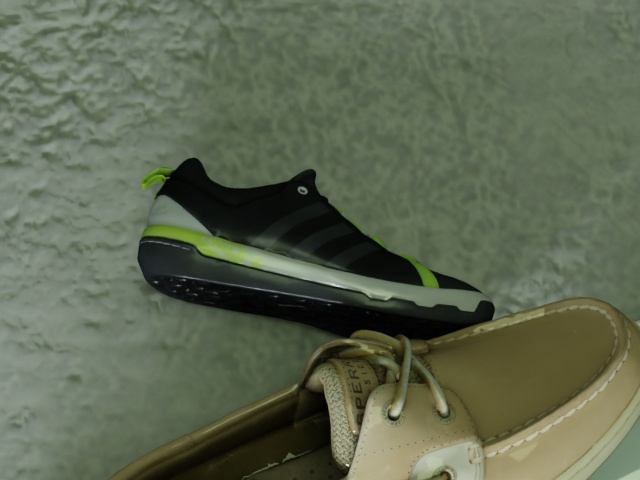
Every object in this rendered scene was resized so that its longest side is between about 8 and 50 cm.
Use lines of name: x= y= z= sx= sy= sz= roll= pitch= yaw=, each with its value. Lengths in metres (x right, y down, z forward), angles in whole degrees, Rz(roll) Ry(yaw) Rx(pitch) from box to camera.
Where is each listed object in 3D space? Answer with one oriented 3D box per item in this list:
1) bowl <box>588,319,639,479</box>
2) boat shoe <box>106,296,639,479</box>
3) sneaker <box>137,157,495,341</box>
bowl: x=0.234 y=0.189 z=0.774 sx=0.298 sy=0.134 sz=0.298 roll=-19 pitch=41 yaw=18
boat shoe: x=0.036 y=0.115 z=0.776 sx=0.341 sy=0.110 sz=0.121 roll=-28 pitch=37 yaw=-8
sneaker: x=0.000 y=0.000 z=0.851 sx=0.235 sy=0.084 sz=0.097 roll=13 pitch=71 yaw=-4
